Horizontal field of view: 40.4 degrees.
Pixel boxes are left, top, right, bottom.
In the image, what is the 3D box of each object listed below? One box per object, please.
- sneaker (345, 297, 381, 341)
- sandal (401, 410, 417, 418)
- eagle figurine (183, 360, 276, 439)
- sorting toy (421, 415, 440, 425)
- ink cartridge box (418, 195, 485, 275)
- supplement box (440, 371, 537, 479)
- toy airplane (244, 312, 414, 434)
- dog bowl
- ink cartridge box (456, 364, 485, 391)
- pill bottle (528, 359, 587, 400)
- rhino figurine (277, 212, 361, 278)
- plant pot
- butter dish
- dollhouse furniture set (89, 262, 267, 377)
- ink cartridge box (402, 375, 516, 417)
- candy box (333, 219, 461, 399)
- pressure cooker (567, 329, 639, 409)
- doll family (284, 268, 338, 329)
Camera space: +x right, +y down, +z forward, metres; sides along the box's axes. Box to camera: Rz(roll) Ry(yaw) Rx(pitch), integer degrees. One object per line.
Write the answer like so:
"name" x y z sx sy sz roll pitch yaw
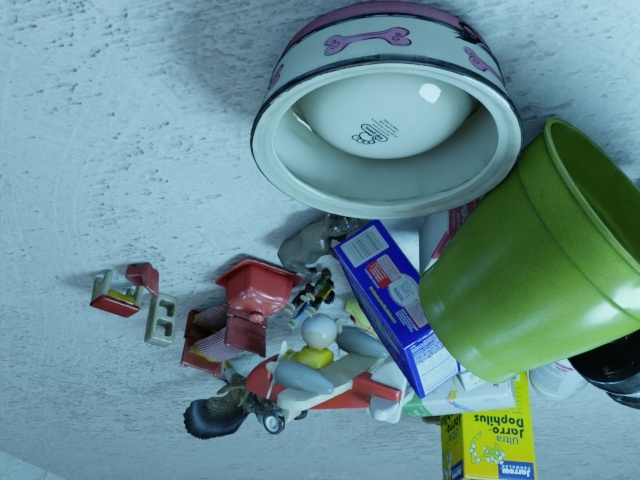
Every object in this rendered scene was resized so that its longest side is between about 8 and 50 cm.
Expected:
"sneaker" 0.122 0.188 2.103 0.094 0.081 0.208 -3 145 24
"sandal" 0.292 0.382 2.391 0.102 0.076 0.265 35 126 17
"eagle figurine" -0.231 0.439 2.437 0.226 0.225 0.298 16 142 -20
"sorting toy" 0.407 0.516 2.593 0.208 0.038 0.193 -1 -174 8
"ink cartridge box" 0.353 0.000 1.701 0.283 0.117 0.207 7 150 -7
"supplement box" 0.434 0.480 2.305 0.195 0.357 0.194 6 150 -8
"toy airplane" 0.032 0.305 2.062 0.384 0.273 0.386 -10 -178 -16
"dog bowl" 0.100 -0.196 1.340 0.407 0.150 0.408 1 151 1
"ink cartridge box" 0.380 0.200 1.975 0.211 0.122 0.289 -27 146 -1
"pill bottle" 0.603 0.288 2.151 0.160 0.160 0.283 0 150 3
"rhino figurine" 0.000 0.000 1.772 0.106 0.073 0.243 16 146 -29
"plant pot" 0.363 0.049 1.449 0.366 0.366 0.353 26 126 -36
"butter dish" -0.141 0.128 1.960 0.159 0.118 0.160 20 146 -30
"dollhouse furniture set" -0.329 0.182 2.032 0.374 0.152 0.201 23 145 -32
"ink cartridge box" 0.341 0.324 2.190 0.278 0.201 0.117 -10 149 19
"candy box" 0.165 0.147 1.792 0.122 0.268 0.317 -31 151 -5
"pressure cooker" 0.721 0.141 1.673 0.420 0.370 0.375 12 144 -23
"doll family" -0.019 0.130 1.987 0.076 0.111 0.193 46 140 -10
